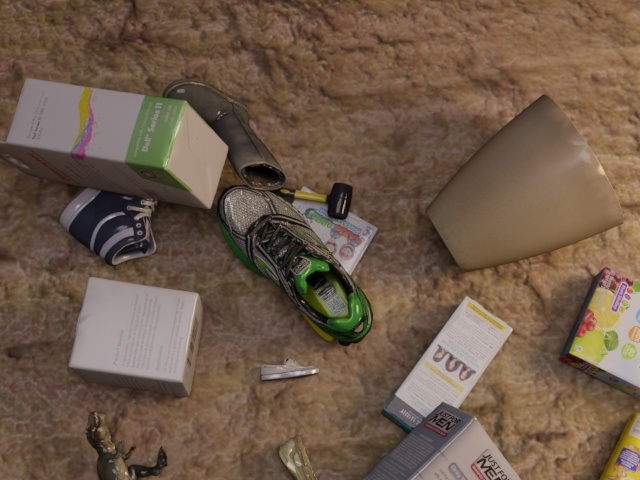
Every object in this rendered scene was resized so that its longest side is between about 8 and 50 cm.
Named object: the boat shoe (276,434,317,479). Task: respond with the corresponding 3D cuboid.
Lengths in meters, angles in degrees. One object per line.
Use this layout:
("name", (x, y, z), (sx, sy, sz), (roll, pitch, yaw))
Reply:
("boat shoe", (-0.013, 0.392, 1.638), (0.048, 0.056, 0.153), (-34, 69, -7))

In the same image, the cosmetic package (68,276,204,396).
("cosmetic package", (-0.297, 0.162, 1.648), (0.184, 0.151, 0.151), (9, 72, 0))

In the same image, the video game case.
("video game case", (0.000, 0.000, 1.778), (0.157, 0.019, 0.143), (30, 74, 7))

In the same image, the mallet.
("mallet", (-0.039, -0.072, 1.775), (0.190, 0.039, 0.062), (2, 75, 5))

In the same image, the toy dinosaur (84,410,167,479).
("toy dinosaur", (-0.303, 0.401, 1.624), (0.118, 0.064, 0.268), (-15, 76, 0))

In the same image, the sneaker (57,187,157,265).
("sneaker", (-0.305, -0.079, 1.749), (0.282, 0.099, 0.153), (-45, 74, -7))

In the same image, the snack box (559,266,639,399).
("snack box", (0.542, 0.170, 1.717), (0.207, 0.070, 0.174), (26, 73, 4))

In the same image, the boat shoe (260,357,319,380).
("boat shoe", (-0.053, 0.217, 1.702), (0.100, 0.035, 0.035), (-7, 76, 3))

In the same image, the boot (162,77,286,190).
("boot", (-0.167, -0.180, 1.734), (0.190, 0.076, 0.208), (10, 43, -34))

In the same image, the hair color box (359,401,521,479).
("hair color box", (0.133, 0.451, 1.559), (0.374, 0.113, 0.185), (-41, 106, -13))

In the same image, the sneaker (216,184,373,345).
("sneaker", (-0.039, 0.026, 1.684), (0.343, 0.146, 0.134), (43, 81, 10))

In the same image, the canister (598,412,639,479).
("canister", (0.531, 0.386, 1.648), (0.126, 0.073, 0.170), (30, 73, 7))

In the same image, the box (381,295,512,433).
("box", (0.214, 0.221, 1.694), (0.100, 0.060, 0.244), (36, 75, 9))

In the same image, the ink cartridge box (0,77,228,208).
("ink cartridge box", (-0.353, -0.160, 1.616), (0.353, 0.207, 0.119), (10, 77, 17))

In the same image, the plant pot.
("plant pot", (0.328, -0.068, 1.712), (0.274, 0.256, 0.256), (-31, 76, 5))
